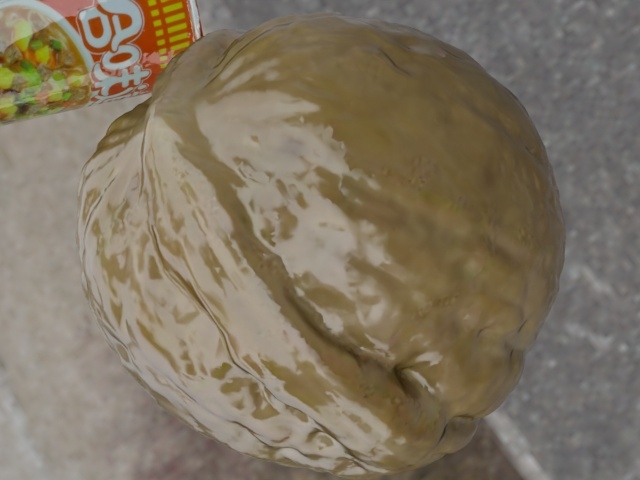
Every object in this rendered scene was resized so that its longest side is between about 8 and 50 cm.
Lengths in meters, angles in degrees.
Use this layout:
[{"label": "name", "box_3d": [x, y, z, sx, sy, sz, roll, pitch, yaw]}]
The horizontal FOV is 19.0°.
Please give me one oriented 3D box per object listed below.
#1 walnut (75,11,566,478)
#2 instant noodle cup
[{"label": "walnut", "box_3d": [0.000, 0.000, 1.231, 0.333, 0.333, 0.333, 40, 149, 30]}, {"label": "instant noodle cup", "box_3d": [-0.215, -0.162, 1.421, 0.193, 0.212, 0.193, 58, 160, 34]}]
